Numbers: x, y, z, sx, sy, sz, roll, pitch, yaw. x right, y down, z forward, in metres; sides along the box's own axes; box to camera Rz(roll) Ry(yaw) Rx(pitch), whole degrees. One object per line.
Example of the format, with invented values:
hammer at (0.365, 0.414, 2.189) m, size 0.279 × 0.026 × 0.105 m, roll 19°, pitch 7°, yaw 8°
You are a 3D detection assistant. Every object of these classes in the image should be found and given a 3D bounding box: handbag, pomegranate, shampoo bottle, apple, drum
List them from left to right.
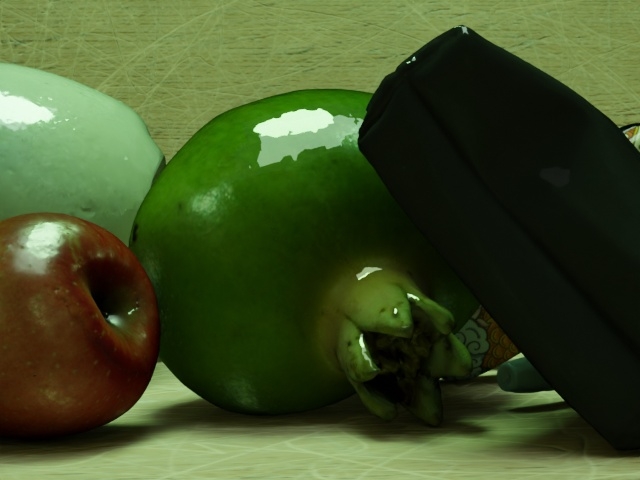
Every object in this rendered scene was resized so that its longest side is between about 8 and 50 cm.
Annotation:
shampoo bottle at (-0.319, -0.019, 1.601) m, size 0.317 × 0.322 × 0.322 m, roll 4°, pitch 1°, yaw -8°
apple at (-0.217, 0.070, 1.209) m, size 0.168 × 0.181 × 0.181 m, roll -28°, pitch -8°, yaw 21°
pomegranate at (0.000, 0.000, 1.281) m, size 0.309 × 0.216 × 0.358 m, roll -23°, pitch 28°, yaw -13°
handbag at (0.205, 0.005, 1.181) m, size 0.152 × 0.342 × 0.288 m, roll -42°, pitch -18°, yaw 14°
drum at (0.267, 0.104, 1.313) m, size 0.130 × 0.049 × 0.253 m, roll -1°, pitch 3°, yaw 39°

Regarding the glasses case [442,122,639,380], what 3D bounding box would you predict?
glasses case at (0.212, 0.009, 1.453) m, size 0.321 × 0.122 × 0.082 m, roll -33°, pitch 22°, yaw -9°
